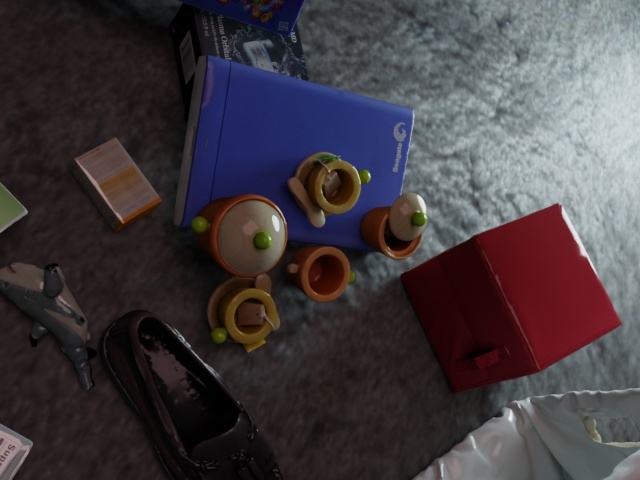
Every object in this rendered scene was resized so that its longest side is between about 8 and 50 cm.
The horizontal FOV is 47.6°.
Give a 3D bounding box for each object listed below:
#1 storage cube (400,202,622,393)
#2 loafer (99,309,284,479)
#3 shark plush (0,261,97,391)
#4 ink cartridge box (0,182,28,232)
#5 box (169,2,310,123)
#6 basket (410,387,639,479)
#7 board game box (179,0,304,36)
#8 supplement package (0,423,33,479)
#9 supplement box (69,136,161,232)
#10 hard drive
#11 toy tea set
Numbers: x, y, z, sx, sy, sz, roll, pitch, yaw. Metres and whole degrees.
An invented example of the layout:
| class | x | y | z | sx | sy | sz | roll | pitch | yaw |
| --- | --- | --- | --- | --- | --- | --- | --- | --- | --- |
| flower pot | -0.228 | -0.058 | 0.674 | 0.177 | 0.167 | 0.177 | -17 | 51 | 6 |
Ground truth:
| class | x | y | z | sx | sy | sz | roll | pitch | yaw |
| --- | --- | --- | --- | --- | --- | --- | --- | --- | --- |
| storage cube | 0.267 | 0.083 | 1.039 | 0.215 | 0.184 | 0.193 | -20 | 81 | -33 |
| loafer | -0.136 | 0.206 | 0.817 | 0.109 | 0.095 | 0.302 | -39 | 93 | -34 |
| shark plush | -0.298 | 0.093 | 0.813 | 0.067 | 0.073 | 0.161 | -29 | 109 | -15 |
| ink cartridge box | -0.457 | -0.063 | 0.760 | 0.235 | 0.056 | 0.171 | 49 | 57 | -9 |
| box | -0.110 | -0.247 | 1.002 | 0.158 | 0.093 | 0.156 | -4 | 74 | -32 |
| basket | 0.317 | 0.362 | 0.884 | 0.331 | 0.328 | 0.266 | -23 | 89 | -34 |
| board game box | -0.191 | -0.414 | 0.956 | 0.347 | 0.078 | 0.233 | 14 | 45 | -17 |
| supplement package | -0.408 | 0.184 | 0.646 | 0.244 | 0.139 | 0.134 | 36 | 59 | -15 |
| supplement box | -0.251 | -0.068 | 0.889 | 0.062 | 0.036 | 0.098 | -36 | 92 | -34 |
| hard drive | -0.025 | -0.103 | 0.966 | 0.319 | 0.040 | 0.210 | 7 | 94 | -32 |
| toy tea set | 0.000 | 0.000 | 0.899 | 0.336 | 0.124 | 0.200 | -28 | 111 | -25 |
